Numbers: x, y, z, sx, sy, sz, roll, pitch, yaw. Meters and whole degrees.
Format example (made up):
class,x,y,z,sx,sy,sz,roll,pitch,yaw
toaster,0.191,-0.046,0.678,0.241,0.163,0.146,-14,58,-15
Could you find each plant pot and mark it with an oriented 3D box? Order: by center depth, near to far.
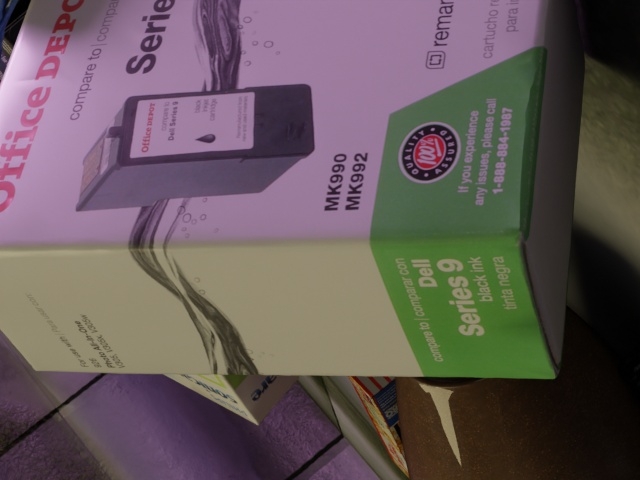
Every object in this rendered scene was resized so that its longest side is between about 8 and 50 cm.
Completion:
class,x,y,z,sx,sy,sz,roll,pitch,yaw
plant pot,0.143,0.132,0.964,0.215,0.215,0.230,39,164,51

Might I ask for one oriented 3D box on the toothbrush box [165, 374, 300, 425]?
class,x,y,z,sx,sy,sz,roll,pitch,yaw
toothbrush box,-0.149,0.026,1.328,0.206,0.122,0.283,21,153,43

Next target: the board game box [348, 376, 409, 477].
class,x,y,z,sx,sy,sz,roll,pitch,yaw
board game box,0.116,0.142,1.325,0.045,0.147,0.193,44,167,37

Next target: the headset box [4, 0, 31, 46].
class,x,y,z,sx,sy,sz,roll,pitch,yaw
headset box,-0.106,-0.146,1.054,0.283,0.131,0.246,48,-167,-21

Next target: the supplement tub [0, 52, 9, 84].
class,x,y,z,sx,sy,sz,roll,pitch,yaw
supplement tub,-0.348,-0.251,1.650,0.191,0.272,0.191,49,170,12

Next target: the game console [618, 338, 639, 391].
class,x,y,z,sx,sy,sz,roll,pitch,yaw
game console,0.268,0.104,0.898,0.122,0.071,0.107,49,-160,21

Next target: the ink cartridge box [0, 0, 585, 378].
class,x,y,z,sx,sy,sz,roll,pitch,yaw
ink cartridge box,-0.021,-0.047,0.691,0.289,0.211,0.121,-2,145,18

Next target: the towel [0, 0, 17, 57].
class,x,y,z,sx,sy,sz,roll,pitch,yaw
towel,-0.195,-0.248,0.872,0.040,0.336,0.243,12,155,-16

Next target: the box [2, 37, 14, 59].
class,x,y,z,sx,sy,sz,roll,pitch,yaw
box,-0.251,-0.271,1.301,0.242,0.076,0.307,-7,-135,-47
